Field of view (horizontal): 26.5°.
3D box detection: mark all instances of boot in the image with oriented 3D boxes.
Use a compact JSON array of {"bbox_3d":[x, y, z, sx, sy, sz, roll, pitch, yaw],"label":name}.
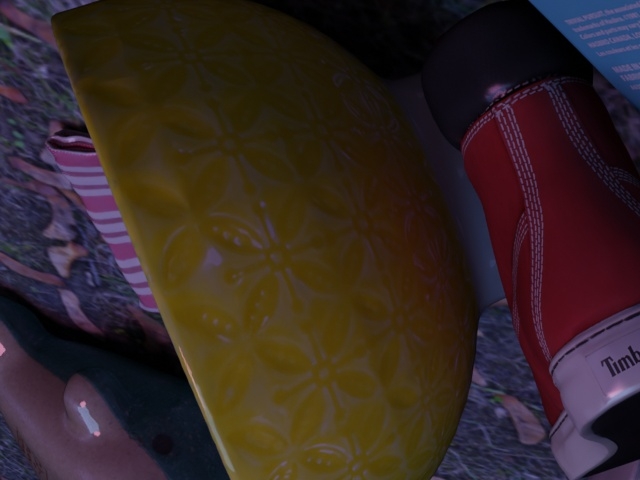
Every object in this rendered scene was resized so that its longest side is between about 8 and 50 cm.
[{"bbox_3d":[0.105,0.001,0.559,0.088,0.176,0.244,-24,158,4],"label":"boot"}]

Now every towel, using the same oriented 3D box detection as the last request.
[{"bbox_3d":[-0.083,0.007,0.871,0.144,0.029,0.197,12,148,23],"label":"towel"}]

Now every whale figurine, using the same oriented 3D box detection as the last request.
[{"bbox_3d":[-0.165,0.140,1.077,0.272,0.141,0.216,44,154,17],"label":"whale figurine"}]

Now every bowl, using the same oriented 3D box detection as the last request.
[{"bbox_3d":[0.000,0.000,0.639,0.156,0.289,0.289,-23,143,-4],"label":"bowl"}]

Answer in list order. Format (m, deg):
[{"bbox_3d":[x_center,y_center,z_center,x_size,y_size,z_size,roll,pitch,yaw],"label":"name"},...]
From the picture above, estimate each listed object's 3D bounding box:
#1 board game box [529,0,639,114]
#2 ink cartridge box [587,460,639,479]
[{"bbox_3d":[0.055,-0.173,0.315,0.336,0.079,0.254,42,169,-16],"label":"board game box"},{"bbox_3d":[0.281,0.252,0.810,0.283,0.207,0.117,25,149,1],"label":"ink cartridge box"}]
